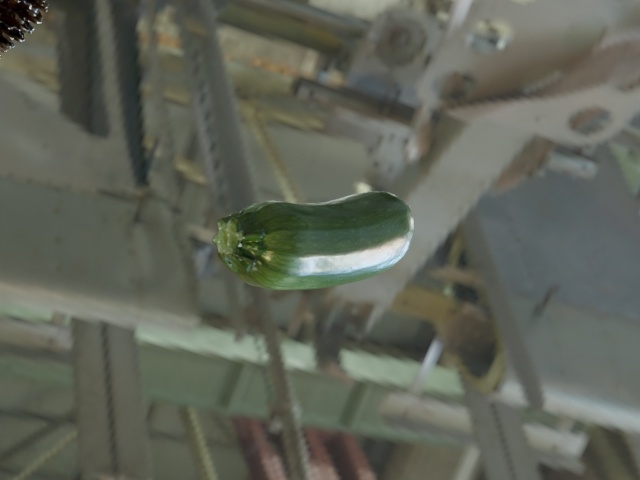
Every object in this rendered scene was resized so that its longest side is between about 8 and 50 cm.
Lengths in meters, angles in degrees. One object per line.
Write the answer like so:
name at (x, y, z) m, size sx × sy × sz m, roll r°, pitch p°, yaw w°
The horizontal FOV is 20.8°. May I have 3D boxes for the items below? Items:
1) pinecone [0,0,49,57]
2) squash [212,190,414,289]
pinecone at (-0.303, -0.211, 1.599) m, size 0.109 × 0.102 × 0.102 m, roll -11°, pitch -154°, yaw 3°
squash at (0.000, 0.000, 1.425) m, size 0.068 × 0.077 × 0.219 m, roll -1°, pitch -178°, yaw 43°
